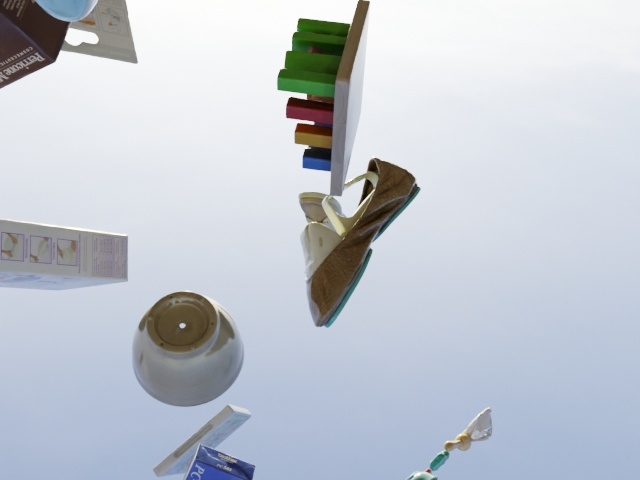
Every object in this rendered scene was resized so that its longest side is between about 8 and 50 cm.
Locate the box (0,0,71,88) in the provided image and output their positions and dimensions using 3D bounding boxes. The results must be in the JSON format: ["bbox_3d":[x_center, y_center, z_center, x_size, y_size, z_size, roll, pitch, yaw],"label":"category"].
[{"bbox_3d":[-0.610,-0.421,1.207,0.191,0.381,0.143,-16,-128,28],"label":"box"}]

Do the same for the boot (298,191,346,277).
[{"bbox_3d":[0.000,0.000,1.639,0.077,0.213,0.165,3,-112,23],"label":"boot"}]

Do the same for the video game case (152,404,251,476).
[{"bbox_3d":[-0.238,0.416,1.570,0.193,0.212,0.023,-40,-104,-6],"label":"video game case"}]

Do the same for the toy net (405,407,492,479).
[{"bbox_3d":[0.220,0.374,1.279,0.232,0.122,0.045,-34,-118,-25],"label":"toy net"}]

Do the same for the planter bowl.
[{"bbox_3d":[-0.189,0.138,1.062,0.162,0.109,0.162,2,-124,-3],"label":"planter bowl"}]

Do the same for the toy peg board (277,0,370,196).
[{"bbox_3d":[0.002,-0.165,0.855,0.079,0.160,0.161,9,-133,6],"label":"toy peg board"}]

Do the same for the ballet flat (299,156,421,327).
[{"bbox_3d":[0.044,-0.015,1.238,0.124,0.116,0.342,38,-119,-5],"label":"ballet flat"}]

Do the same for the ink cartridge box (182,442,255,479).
[{"bbox_3d":[-0.189,0.429,1.206,0.097,0.207,0.046,24,-160,-6],"label":"ink cartridge box"}]

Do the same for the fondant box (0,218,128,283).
[{"bbox_3d":[-0.551,0.030,1.365,0.238,0.096,0.330,-8,170,38],"label":"fondant box"}]

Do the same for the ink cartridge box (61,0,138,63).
[{"bbox_3d":[-0.587,-0.554,1.662,0.308,0.091,0.384,0,-112,-43],"label":"ink cartridge box"}]

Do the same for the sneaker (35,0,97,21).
[{"bbox_3d":[-0.359,-0.374,0.853,0.135,0.366,0.150,11,-122,13],"label":"sneaker"}]
